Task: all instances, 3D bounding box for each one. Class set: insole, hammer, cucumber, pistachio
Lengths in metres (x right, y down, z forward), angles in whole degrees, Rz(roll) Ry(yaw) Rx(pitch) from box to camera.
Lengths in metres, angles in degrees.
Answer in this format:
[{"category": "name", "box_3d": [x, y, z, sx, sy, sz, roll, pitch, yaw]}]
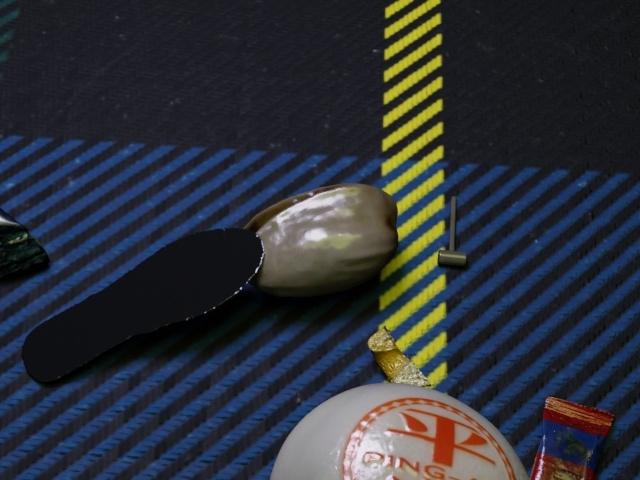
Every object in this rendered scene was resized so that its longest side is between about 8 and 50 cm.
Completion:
[{"category": "insole", "box_3d": [-0.213, 0.074, 1.345, 0.322, 0.007, 0.109, -29, 61, 0]}, {"category": "hammer", "box_3d": [0.174, -0.013, 1.469, 0.035, 0.019, 0.110, 7, 52, 1]}, {"category": "cucumber", "box_3d": [-0.451, 0.002, 1.396, 0.193, 0.086, 0.115, -21, 63, -8]}, {"category": "pistachio", "box_3d": [0.000, 0.000, 1.385, 0.206, 0.131, 0.129, -13, 16, -7]}]

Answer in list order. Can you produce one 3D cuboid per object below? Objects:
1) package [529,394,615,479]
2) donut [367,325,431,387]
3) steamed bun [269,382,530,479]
[{"category": "package", "box_3d": [0.277, 0.275, 1.284, 0.083, 0.022, 0.200, 17, 60, 8]}, {"category": "donut", "box_3d": [0.089, 0.146, 1.335, 0.038, 0.067, 0.083, -36, 99, -4]}, {"category": "steamed bun", "box_3d": [0.077, 0.216, 0.912, 0.231, 0.145, 0.232, 13, 52, -17]}]
